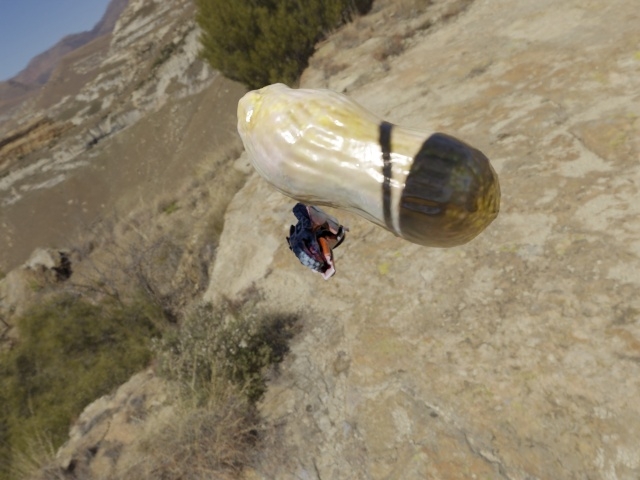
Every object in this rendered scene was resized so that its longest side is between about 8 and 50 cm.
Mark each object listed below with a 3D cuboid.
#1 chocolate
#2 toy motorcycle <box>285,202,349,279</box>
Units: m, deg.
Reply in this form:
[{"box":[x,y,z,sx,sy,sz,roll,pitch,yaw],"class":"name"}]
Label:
[{"box":[0.045,-0.083,0.537,0.310,0.134,0.134,25,48,11],"class":"chocolate"},{"box":[0.000,0.000,0.883,0.084,0.118,0.212,-47,21,20],"class":"toy motorcycle"}]
